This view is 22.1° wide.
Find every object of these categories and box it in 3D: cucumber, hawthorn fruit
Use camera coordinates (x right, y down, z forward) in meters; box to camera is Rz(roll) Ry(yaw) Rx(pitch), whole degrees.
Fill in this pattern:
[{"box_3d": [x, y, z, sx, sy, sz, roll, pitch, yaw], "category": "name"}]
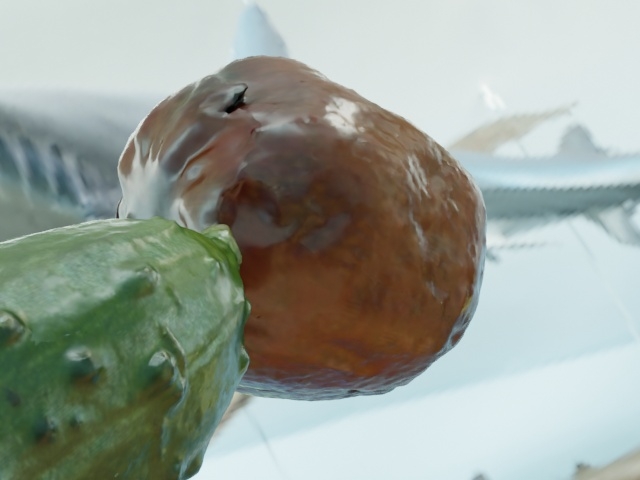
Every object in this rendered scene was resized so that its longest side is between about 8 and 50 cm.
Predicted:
[{"box_3d": [-0.102, 0.054, 0.562, 0.244, 0.134, 0.134, -37, -23, -44], "category": "cucumber"}, {"box_3d": [-0.010, -0.004, 0.762, 0.179, 0.173, 0.173, 4, -42, -2], "category": "hawthorn fruit"}]
